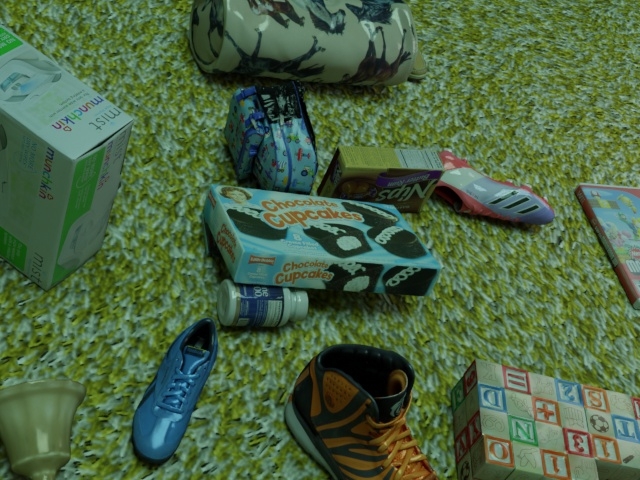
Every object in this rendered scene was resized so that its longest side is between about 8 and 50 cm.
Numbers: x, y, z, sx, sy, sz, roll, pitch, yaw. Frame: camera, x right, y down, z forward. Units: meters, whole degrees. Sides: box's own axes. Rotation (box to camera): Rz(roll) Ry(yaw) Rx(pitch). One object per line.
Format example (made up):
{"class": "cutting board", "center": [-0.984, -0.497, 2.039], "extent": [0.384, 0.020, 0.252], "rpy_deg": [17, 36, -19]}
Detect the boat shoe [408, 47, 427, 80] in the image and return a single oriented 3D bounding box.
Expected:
{"class": "boat shoe", "center": [0.156, -0.400, 2.005], "extent": [0.068, 0.072, 0.190], "rpy_deg": [-15, 58, -35]}

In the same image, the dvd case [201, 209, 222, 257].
{"class": "dvd case", "center": [-0.120, -0.007, 1.549], "extent": [0.119, 0.013, 0.087], "rpy_deg": [5, 47, -22]}

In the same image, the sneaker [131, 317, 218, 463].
{"class": "sneaker", "center": [-0.183, 0.184, 1.292], "extent": [0.069, 0.082, 0.209], "rpy_deg": [25, 45, -4]}

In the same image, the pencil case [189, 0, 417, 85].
{"class": "pencil case", "center": [-0.033, -0.380, 1.831], "extent": [0.410, 0.160, 0.184], "rpy_deg": [0, 66, -25]}

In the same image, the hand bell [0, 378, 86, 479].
{"class": "hand bell", "center": [-0.309, 0.292, 1.136], "extent": [0.126, 0.126, 0.242], "rpy_deg": [-3, 63, -27]}

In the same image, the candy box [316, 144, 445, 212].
{"class": "candy box", "center": [0.100, -0.099, 1.670], "extent": [0.186, 0.109, 0.053], "rpy_deg": [2, 49, -25]}

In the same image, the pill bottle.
{"class": "pill bottle", "center": [-0.082, 0.089, 1.437], "extent": [0.120, 0.067, 0.067], "rpy_deg": [3, 48, -23]}

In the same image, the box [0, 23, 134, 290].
{"class": "box", "center": [-0.389, -0.106, 1.337], "extent": [0.231, 0.262, 0.127], "rpy_deg": [36, 45, 9]}

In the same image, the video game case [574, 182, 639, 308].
{"class": "video game case", "center": [0.607, 0.010, 1.866], "extent": [0.204, 0.025, 0.285], "rpy_deg": [3, 48, -23]}

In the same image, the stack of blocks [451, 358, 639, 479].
{"class": "stack of blocks", "center": [0.342, 0.290, 1.431], "extent": [0.297, 0.087, 0.171], "rpy_deg": [14, 45, -13]}

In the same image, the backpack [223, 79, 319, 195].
{"class": "backpack", "center": [-0.073, -0.144, 1.608], "extent": [0.116, 0.158, 0.173], "rpy_deg": [-9, 65, -21]}

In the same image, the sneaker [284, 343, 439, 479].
{"class": "sneaker", "center": [0.088, 0.264, 1.270], "extent": [0.321, 0.180, 0.124], "rpy_deg": [43, 46, 17]}

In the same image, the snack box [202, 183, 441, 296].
{"class": "snack box", "center": [0.000, 0.000, 1.515], "extent": [0.321, 0.060, 0.187], "rpy_deg": [5, 30, -26]}

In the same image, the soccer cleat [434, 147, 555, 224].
{"class": "soccer cleat", "center": [0.290, -0.072, 1.769], "extent": [0.248, 0.083, 0.095], "rpy_deg": [26, 73, -7]}
